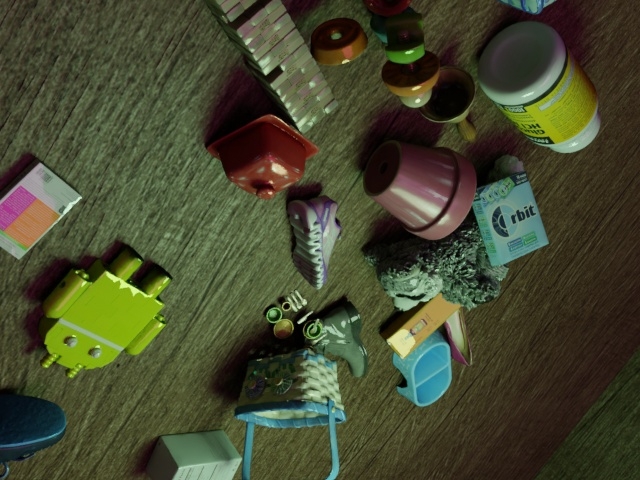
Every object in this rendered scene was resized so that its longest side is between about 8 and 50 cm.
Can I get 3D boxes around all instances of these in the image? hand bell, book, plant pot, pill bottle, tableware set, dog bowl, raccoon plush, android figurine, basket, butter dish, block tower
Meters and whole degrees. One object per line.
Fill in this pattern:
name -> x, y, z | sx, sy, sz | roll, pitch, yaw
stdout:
hand bell -> 0.305, -0.270, 1.626 | 0.126, 0.126, 0.242 | -50, 151, 5
book -> -0.471, -0.051, 1.196 | 0.144, 0.035, 0.096 | -44, 136, -3
plant pot -> 0.198, -0.121, 1.585 | 0.180, 0.201, 0.201 | 20, 109, -30
pill bottle -> 0.502, -0.325, 1.659 | 0.334, 0.188, 0.188 | 28, 102, -47
tableware set -> -0.054, 0.197, 1.704 | 0.104, 0.024, 0.154 | -36, 115, -9
dog bowl -> 0.300, 0.366, 2.137 | 0.166, 0.074, 0.297 | -30, 136, -17
raccoon plush -> 0.285, -0.035, 1.783 | 0.299, 0.216, 0.446 | 22, 76, -32
android figurine -> -0.406, 0.142, 1.388 | 0.273, 0.056, 0.248 | -47, 139, -1
basket -> -0.073, 0.403, 1.678 | 0.255, 0.289, 0.201 | -17, 155, 30
butter dish -> -0.101, -0.129, 1.339 | 0.160, 0.118, 0.160 | -22, 148, 29
block tower -> -0.082, -0.321, 1.252 | 0.091, 0.097, 0.335 | -41, 140, -4

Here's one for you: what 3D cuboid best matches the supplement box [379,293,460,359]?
supplement box -> 0.269, 0.202, 1.962 | 0.233, 0.080, 0.078 | -42, 105, -5

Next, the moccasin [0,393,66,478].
moccasin -> -0.638, 0.360, 1.337 | 0.342, 0.137, 0.116 | -1, 128, -22

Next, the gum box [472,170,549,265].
gum box -> 0.440, -0.053, 1.737 | 0.157, 0.041, 0.184 | -20, 94, -27

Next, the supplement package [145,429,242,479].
supplement package -> -0.297, 0.523, 1.746 | 0.179, 0.105, 0.105 | 7, 117, -42

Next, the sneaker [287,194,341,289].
sneaker -> 0.000, 0.000, 1.585 | 0.104, 0.095, 0.236 | -30, 136, -28

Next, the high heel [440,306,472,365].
high heel -> 0.385, 0.244, 2.074 | 0.082, 0.117, 0.244 | -23, 134, -24

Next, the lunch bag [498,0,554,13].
lunch bag -> 0.370, -0.541, 1.384 | 0.090, 0.176, 0.219 | -36, 139, -11

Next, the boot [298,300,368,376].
boot -> 0.024, 0.265, 1.837 | 0.161, 0.083, 0.246 | -23, 129, -14

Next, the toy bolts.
toy bolts -> 0.105, -0.344, 1.334 | 0.218, 0.228, 0.158 | -3, 142, 14
